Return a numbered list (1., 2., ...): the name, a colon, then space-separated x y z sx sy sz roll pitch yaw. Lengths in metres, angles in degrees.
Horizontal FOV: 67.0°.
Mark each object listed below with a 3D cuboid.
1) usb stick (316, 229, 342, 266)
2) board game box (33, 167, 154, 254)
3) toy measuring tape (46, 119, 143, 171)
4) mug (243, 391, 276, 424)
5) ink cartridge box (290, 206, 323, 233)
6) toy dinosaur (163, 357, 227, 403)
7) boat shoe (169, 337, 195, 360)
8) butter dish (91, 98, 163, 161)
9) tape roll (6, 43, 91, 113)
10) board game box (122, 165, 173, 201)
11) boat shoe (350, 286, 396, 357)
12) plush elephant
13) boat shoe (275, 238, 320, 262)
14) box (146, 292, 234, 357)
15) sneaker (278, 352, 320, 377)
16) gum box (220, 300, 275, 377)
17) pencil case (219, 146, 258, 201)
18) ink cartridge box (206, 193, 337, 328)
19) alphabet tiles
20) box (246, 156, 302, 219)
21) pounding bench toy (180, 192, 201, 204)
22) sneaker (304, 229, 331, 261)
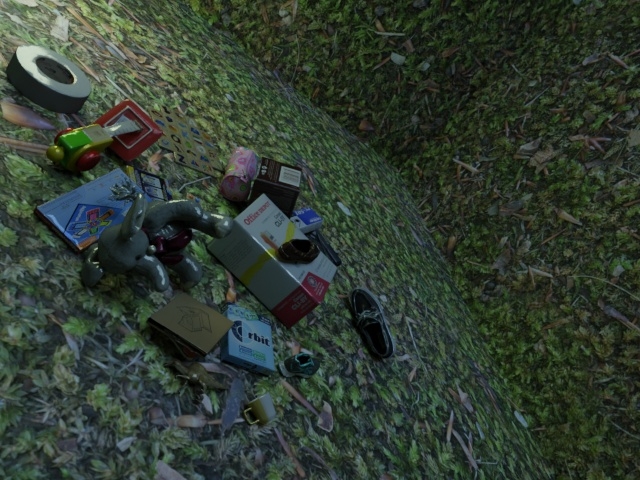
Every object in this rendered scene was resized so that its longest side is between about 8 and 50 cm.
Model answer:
1. usb stick: 0.000 0.000 2.103 0.278 0.045 0.077 55 27 17
2. board game box: -0.576 -0.086 1.264 0.145 0.027 0.281 44 36 -4
3. toy measuring tape: -0.641 -0.269 1.371 0.121 0.121 0.330 46 30 -3
4. mug: -0.151 0.433 1.230 0.064 0.078 0.062 62 -6 9
5. ink cartridge box: -0.097 -0.069 1.935 0.207 0.046 0.097 -20 52 -40
6. toy dinosaur: -0.285 0.333 1.148 0.183 0.053 0.093 35 26 -25
7. boat shoe: -0.351 0.237 1.191 0.137 0.043 0.049 38 20 22
8. butter dish: -0.614 -0.336 1.537 0.160 0.118 0.160 45 66 -10
9. tape roll: -0.820 -0.490 1.470 0.219 0.072 0.219 36 27 -22
10. board game box: -0.519 -0.133 1.460 0.141 0.048 0.170 17 39 -45
11. boat shoe: 0.190 0.312 1.873 0.105 0.113 0.306 32 35 -61
12. plush elephant: -0.416 0.012 1.170 0.330 0.272 0.255 38 32 -14
13. boat shoe: -0.055 0.030 1.557 0.073 0.073 0.207 55 26 15
14. box: -0.322 0.207 1.220 0.164 0.021 0.201 31 14 1
15. sneaker: -0.046 0.370 1.450 0.166 0.076 0.065 11 44 -52
16. gum box: -0.207 0.278 1.368 0.157 0.041 0.184 30 29 -32
17. pencil case: -0.313 -0.264 1.898 0.124 0.124 0.284 37 26 -21
18. ink cartridge box: -0.151 0.059 1.634 0.385 0.160 0.279 45 26 -7
19. alphabet tiles: -0.521 -0.391 1.880 0.285 0.011 0.342 18 38 -47
20. box: -0.177 -0.171 1.815 0.167 0.203 0.168 15 36 -10
21. pounding bench toy: -0.434 -0.118 1.552 0.083 0.065 0.052 29 31 -34
22. sneaker: -0.049 0.019 1.946 0.227 0.087 0.130 61 21 15
